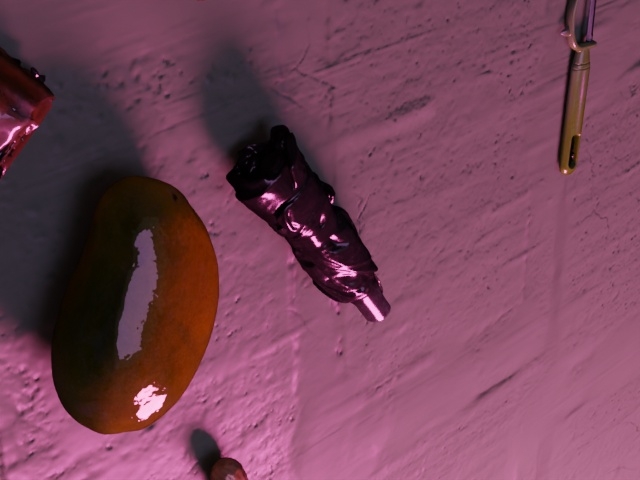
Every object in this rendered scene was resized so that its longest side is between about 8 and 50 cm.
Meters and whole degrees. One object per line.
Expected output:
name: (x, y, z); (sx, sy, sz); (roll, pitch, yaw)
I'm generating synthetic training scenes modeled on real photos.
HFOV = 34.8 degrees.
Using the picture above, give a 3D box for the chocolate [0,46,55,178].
chocolate: (-0.267, -0.125, 0.525); (0.102, 0.065, 0.329); (-56, 140, -6)

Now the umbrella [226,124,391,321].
umbrella: (0.000, 0.000, 0.858); (0.066, 0.059, 0.235); (-33, 137, 2)

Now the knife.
knife: (0.260, -0.162, 1.050); (0.054, 0.015, 0.212); (-23, 126, -34)

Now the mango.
mango: (-0.127, 0.051, 0.738); (0.122, 0.085, 0.191); (12, 104, -44)

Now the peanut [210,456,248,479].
peanut: (-0.078, 0.225, 0.915); (0.037, 0.037, 0.083); (-32, 133, -28)
